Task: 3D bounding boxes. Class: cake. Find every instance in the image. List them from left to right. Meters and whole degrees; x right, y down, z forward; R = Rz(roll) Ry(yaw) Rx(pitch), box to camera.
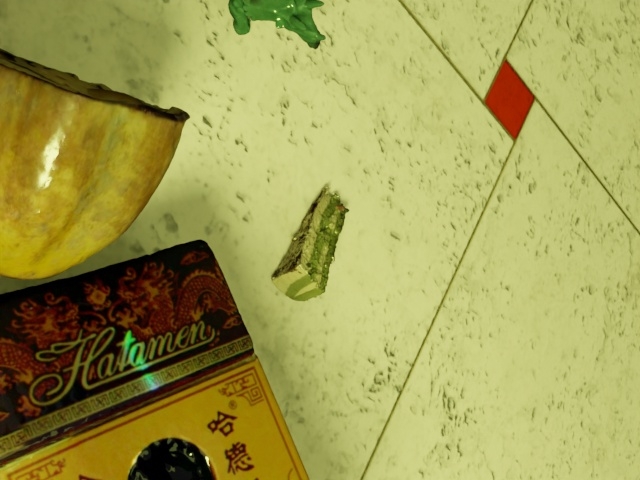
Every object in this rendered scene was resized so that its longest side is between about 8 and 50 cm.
[{"bbox_3d":[0.000,0.000,1.042,0.051,0.055,0.140,40,62,-25],"label":"cake"}]

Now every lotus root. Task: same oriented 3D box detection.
[{"bbox_3d":[-0.230,-0.061,0.783,0.199,0.188,0.180,1,109,-60],"label":"lotus root"}]

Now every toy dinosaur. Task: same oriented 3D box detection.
[{"bbox_3d":[-0.104,-0.304,0.957,0.292,0.120,0.079,40,73,-5],"label":"toy dinosaur"}]

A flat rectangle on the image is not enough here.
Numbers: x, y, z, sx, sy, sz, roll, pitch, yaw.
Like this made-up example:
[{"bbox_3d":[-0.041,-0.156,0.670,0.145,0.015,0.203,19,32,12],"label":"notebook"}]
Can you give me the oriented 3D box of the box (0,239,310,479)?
[{"bbox_3d":[-0.146,0.226,0.798,0.264,0.116,0.415,-18,83,-38],"label":"box"}]
